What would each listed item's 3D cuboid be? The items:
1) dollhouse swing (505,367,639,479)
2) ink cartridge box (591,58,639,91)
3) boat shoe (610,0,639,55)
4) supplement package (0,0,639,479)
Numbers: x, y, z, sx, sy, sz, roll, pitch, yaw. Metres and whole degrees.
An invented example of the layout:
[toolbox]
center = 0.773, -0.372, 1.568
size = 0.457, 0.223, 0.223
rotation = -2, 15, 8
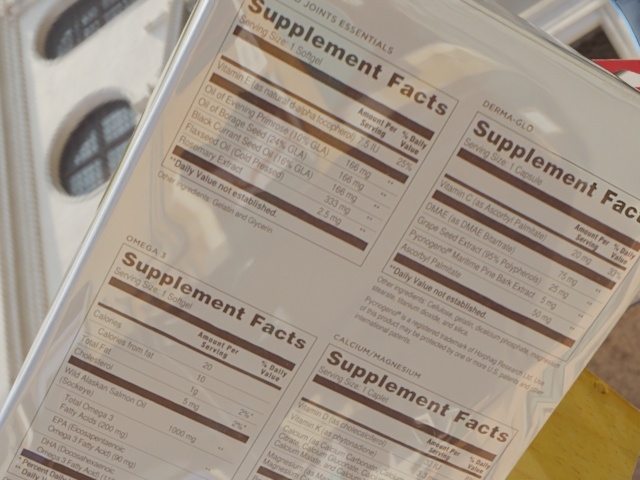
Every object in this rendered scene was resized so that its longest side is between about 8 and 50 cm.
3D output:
[dollhouse swing]
center = 0.128, 0.297, 0.963
size = 0.315, 0.305, 0.347
rotation = 39, -143, 7
[ink cartridge box]
center = 0.447, -0.143, 1.397
size = 0.060, 0.275, 0.239
rotation = -52, -50, -28
[boat shoe]
center = 0.415, -0.320, 1.218
size = 0.109, 0.089, 0.258
rotation = -10, -117, -28
[supplement package]
center = 0.000, 0.000, 0.461
size = 0.198, 0.263, 0.199
rotation = 26, -162, -12
